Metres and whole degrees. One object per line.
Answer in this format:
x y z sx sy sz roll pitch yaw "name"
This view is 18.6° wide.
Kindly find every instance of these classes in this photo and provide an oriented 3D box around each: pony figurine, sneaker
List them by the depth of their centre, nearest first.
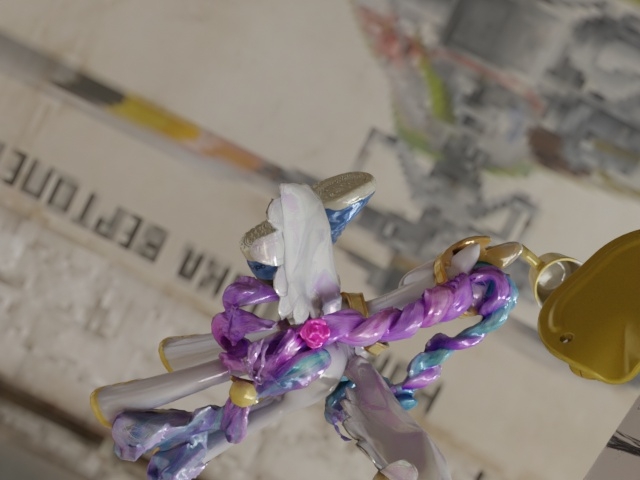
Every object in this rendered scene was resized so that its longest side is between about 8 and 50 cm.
-0.010 0.100 1.718 0.303 0.363 0.351 66 -161 -4 "pony figurine"
0.000 0.000 1.923 0.058 0.152 0.085 30 149 57 "sneaker"

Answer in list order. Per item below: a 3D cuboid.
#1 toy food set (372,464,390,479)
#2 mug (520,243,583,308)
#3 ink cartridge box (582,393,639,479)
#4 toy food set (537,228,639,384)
0.094 0.264 2.163 0.019 0.078 0.122 21 -147 -57 "toy food set"
0.236 0.033 1.970 0.062 0.078 0.064 -18 -165 -3 "mug"
0.335 0.269 1.893 0.100 0.237 0.172 11 140 41 "ink cartridge box"
0.283 0.056 1.658 0.128 0.218 0.071 26 147 46 "toy food set"
